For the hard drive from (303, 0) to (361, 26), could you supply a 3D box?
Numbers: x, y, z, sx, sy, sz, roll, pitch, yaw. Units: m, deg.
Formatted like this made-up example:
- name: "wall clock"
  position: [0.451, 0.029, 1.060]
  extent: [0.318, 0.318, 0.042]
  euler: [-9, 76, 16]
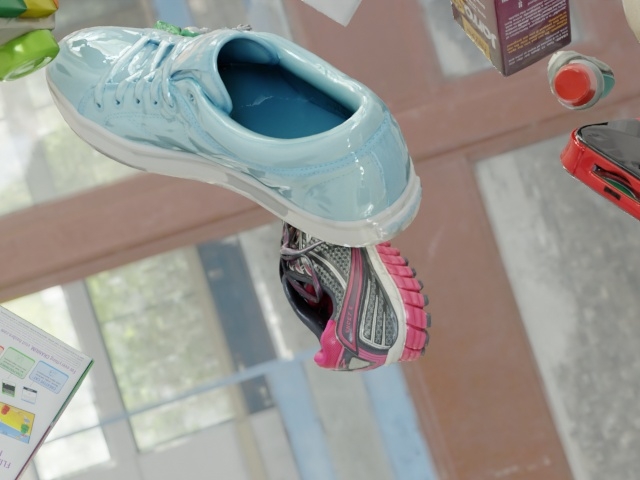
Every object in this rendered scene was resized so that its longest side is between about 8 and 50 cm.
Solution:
- name: "hard drive"
  position: [0.038, -0.425, 1.711]
  extent: [0.203, 0.307, 0.040]
  euler: [23, -169, -47]

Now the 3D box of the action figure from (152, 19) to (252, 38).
- name: "action figure"
  position: [-0.125, -0.259, 2.048]
  extent: [0.137, 0.232, 0.063]
  euler: [-39, 41, 55]

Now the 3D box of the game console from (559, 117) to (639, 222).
- name: "game console"
  position: [0.565, -0.070, 2.060]
  extent: [0.386, 0.342, 0.060]
  euler: [41, 128, 40]

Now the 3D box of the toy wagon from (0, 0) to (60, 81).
- name: "toy wagon"
  position: [-0.285, -0.250, 1.106]
  extent: [0.267, 0.068, 0.344]
  euler: [63, -161, 1]

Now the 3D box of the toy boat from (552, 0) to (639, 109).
- name: "toy boat"
  position: [0.434, -0.265, 1.863]
  extent: [0.267, 0.318, 0.148]
  euler: [61, -164, 3]

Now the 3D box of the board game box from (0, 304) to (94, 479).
- name: "board game box"
  position: [-0.450, 0.203, 1.766]
  extent: [0.064, 0.242, 0.316]
  euler: [-57, 3, 42]

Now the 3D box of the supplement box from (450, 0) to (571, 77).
- name: "supplement box"
  position: [0.173, -0.261, 1.386]
  extent: [0.104, 0.081, 0.188]
  euler: [55, 170, 36]

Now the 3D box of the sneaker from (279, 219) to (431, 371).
- name: "sneaker"
  position: [0.000, 0.000, 1.464]
  extent: [0.299, 0.112, 0.121]
  euler: [59, 151, 36]

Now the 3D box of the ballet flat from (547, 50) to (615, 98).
- name: "ballet flat"
  position: [0.374, -0.250, 2.189]
  extent: [0.068, 0.072, 0.213]
  euler: [42, -161, 25]

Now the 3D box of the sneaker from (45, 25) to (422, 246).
- name: "sneaker"
  position: [-0.082, -0.127, 1.171]
  extent: [0.366, 0.135, 0.150]
  euler: [20, 149, 26]
